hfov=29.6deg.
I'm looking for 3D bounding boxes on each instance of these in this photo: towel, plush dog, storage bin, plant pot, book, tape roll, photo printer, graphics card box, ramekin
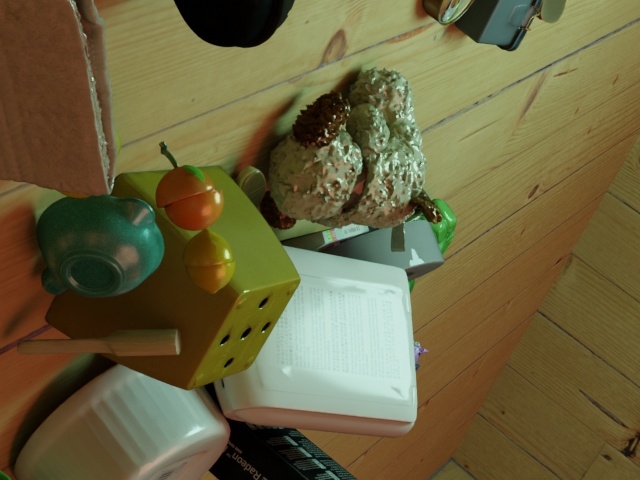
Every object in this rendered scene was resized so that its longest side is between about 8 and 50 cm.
[{"bbox_3d":[-0.255,-0.133,0.909,0.282,0.187,0.049,98,2,-58],"label":"towel"},{"bbox_3d":[0.028,-0.087,1.626,0.225,0.210,0.262,0,130,-36],"label":"plush dog"},{"bbox_3d":[0.270,-0.350,1.815,0.091,0.098,0.135,-13,138,-45],"label":"storage bin"},{"bbox_3d":[-0.153,0.055,1.426,0.212,0.187,0.212,-59,160,20],"label":"plant pot"},{"bbox_3d":[0.000,0.000,1.821,0.096,0.035,0.144,-17,179,29],"label":"book"},{"bbox_3d":[0.084,0.039,1.935,0.219,0.072,0.219,-18,171,-3],"label":"tape roll"},{"bbox_3d":[-0.016,0.138,1.682,0.308,0.256,0.107,10,156,-32],"label":"photo printer"},{"bbox_3d":[-0.074,0.332,1.809,0.094,0.371,0.233,-54,161,4],"label":"graphics card box"},{"bbox_3d":[-0.253,0.280,1.606,0.277,0.135,0.277,-37,161,-15],"label":"ramekin"}]

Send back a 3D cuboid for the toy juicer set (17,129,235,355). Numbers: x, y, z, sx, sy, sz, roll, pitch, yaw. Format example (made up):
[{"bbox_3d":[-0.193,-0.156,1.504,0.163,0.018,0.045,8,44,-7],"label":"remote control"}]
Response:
[{"bbox_3d":[-0.197,0.016,1.275,0.089,0.209,0.329,-86,-168,-46],"label":"toy juicer set"}]

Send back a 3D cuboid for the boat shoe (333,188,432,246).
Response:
[{"bbox_3d":[0.111,-0.037,2.018,0.223,0.073,0.080,-33,154,-42],"label":"boat shoe"}]

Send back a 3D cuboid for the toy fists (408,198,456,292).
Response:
[{"bbox_3d":[0.151,0.046,2.219,0.279,0.096,0.142,-51,159,0],"label":"toy fists"}]

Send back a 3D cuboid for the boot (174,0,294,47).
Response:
[{"bbox_3d":[-0.153,-0.241,0.990,0.260,0.131,0.348,-49,151,-28],"label":"boot"}]

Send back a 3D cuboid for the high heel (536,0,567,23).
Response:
[{"bbox_3d":[0.403,-0.471,1.954,0.117,0.082,0.244,-88,-168,-69],"label":"high heel"}]

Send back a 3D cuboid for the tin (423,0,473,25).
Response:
[{"bbox_3d":[0.208,-0.389,1.684,0.106,0.040,0.189,-5,130,-59],"label":"tin"}]

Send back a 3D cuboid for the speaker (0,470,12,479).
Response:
[{"bbox_3d":[-0.451,0.408,1.464,0.131,0.131,0.296,-24,146,-52],"label":"speaker"}]

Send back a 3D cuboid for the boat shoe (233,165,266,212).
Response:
[{"bbox_3d":[-0.103,-0.056,1.556,0.050,0.045,0.135,-33,158,-27],"label":"boat shoe"}]

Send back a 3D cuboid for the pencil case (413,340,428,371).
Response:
[{"bbox_3d":[0.088,0.158,2.114,0.088,0.206,0.086,-52,167,15],"label":"pencil case"}]
